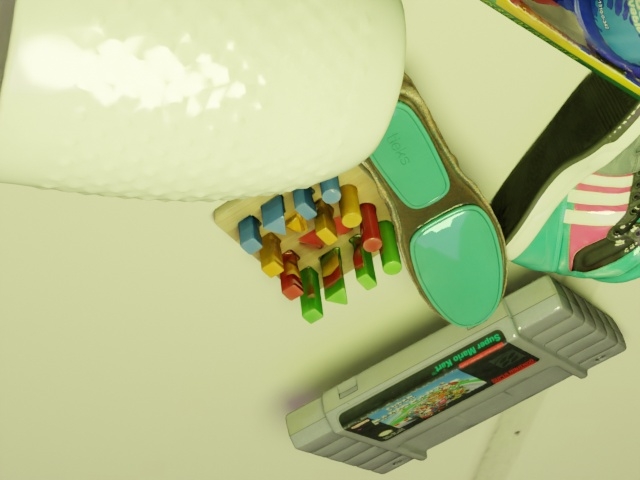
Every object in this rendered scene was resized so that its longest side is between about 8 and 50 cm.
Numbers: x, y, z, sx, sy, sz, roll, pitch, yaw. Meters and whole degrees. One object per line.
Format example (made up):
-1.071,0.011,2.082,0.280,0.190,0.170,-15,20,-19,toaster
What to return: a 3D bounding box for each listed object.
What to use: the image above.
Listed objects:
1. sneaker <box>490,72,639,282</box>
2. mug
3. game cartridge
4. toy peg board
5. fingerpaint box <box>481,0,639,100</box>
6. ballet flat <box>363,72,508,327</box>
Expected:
0.315,-0.057,1.413,0.178,0.124,0.295,20,135,-18,sneaker
-0.094,-0.203,1.126,0.328,0.276,0.374,7,126,-21,mug
0.158,0.167,1.601,0.355,0.068,0.230,-31,155,20,game cartridge
0.000,0.000,1.457,0.161,0.079,0.160,-32,129,20,toy peg board
0.333,-0.207,1.082,0.444,0.371,0.163,27,84,-25,fingerpaint box
0.110,-0.051,1.401,0.107,0.106,0.316,-21,126,5,ballet flat
